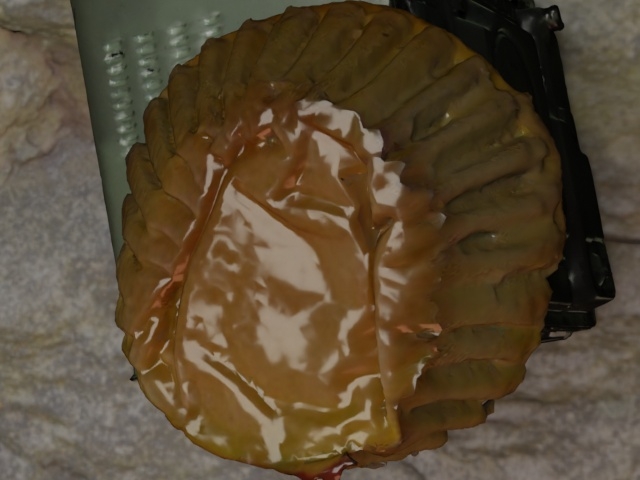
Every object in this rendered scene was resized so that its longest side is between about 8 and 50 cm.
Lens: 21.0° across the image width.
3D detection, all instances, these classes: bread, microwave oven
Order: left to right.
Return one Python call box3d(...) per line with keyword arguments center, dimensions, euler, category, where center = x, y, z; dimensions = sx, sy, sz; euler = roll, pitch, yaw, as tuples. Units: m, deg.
box3d(center=(0.000, 0.000, 0.951), dimensions=(0.274, 0.149, 0.274), euler=(1, 93, 17), category="bread")
box3d(center=(0.037, -0.068, 1.229), dimensions=(0.247, 0.394, 0.333), euler=(-14, 83, 21), category="microwave oven")
